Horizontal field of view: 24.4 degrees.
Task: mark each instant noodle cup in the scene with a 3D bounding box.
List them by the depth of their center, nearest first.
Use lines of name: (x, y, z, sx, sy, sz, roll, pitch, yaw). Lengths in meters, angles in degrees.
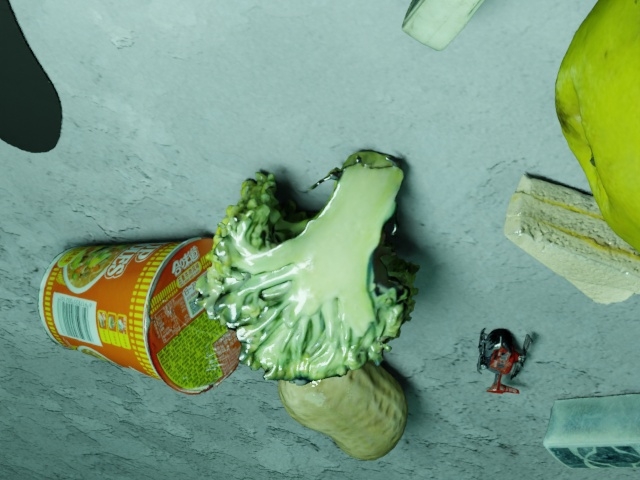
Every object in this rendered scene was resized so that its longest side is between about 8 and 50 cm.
instant noodle cup: (-0.220, 0.081, 1.777, 0.212, 0.193, 0.193, 6, 148, 37)

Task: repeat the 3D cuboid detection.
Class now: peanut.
peanut: (0.032, 0.199, 1.868, 0.137, 0.122, 0.253, 4, 153, 42)

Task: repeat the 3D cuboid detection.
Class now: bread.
bread: (0.267, -0.007, 1.422, 0.152, 0.077, 0.105, 32, 152, -28)

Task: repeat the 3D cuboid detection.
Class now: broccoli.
broccoli: (-0.006, 0.005, 1.579, 0.243, 0.273, 0.180, 17, -163, -15)

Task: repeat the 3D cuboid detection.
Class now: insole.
insole: (-0.341, -0.194, 1.541, 0.119, 0.009, 0.348, 10, 150, 13)

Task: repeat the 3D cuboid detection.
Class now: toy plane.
toy plane: (0.215, 0.144, 1.750, 0.060, 0.037, 0.145, 5, 145, 5)

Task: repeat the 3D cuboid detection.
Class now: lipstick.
lipstick: (0.398, 0.222, 1.732, 0.290, 0.076, 0.077, -9, 142, 44)

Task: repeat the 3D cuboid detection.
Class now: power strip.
power strip: (0.134, -0.232, 1.131, 0.048, 0.080, 0.286, 30, 151, -6)

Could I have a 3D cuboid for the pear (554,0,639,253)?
pear: (0.354, -0.100, 1.042, 0.375, 0.287, 0.287, -5, 145, 13)
